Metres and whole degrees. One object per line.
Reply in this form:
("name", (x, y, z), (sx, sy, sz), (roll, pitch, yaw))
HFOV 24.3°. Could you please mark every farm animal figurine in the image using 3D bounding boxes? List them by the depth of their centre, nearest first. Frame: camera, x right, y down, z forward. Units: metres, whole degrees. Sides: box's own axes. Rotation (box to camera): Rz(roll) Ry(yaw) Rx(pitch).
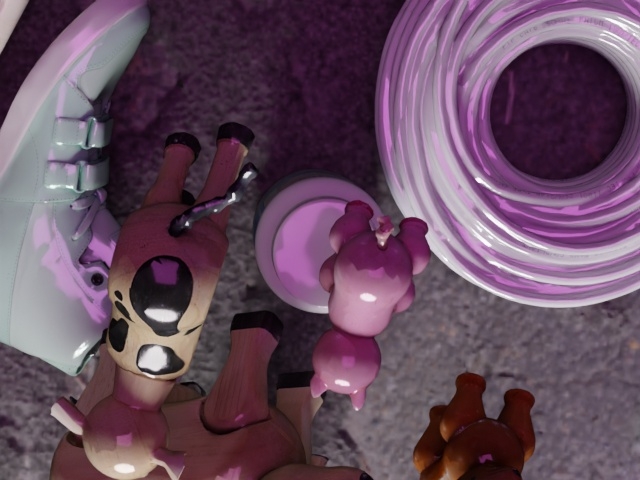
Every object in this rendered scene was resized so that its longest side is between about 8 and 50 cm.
("farm animal figurine", (-0.049, 0.117, 0.857), (0.330, 0.326, 0.172), (39, 48, -28))

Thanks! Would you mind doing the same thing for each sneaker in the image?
("sneaker", (-0.143, -0.034, 0.983), (0.151, 0.094, 0.256), (32, 103, 0))

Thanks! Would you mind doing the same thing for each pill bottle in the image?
("pill bottle", (0.000, 0.000, 0.963), (0.087, 0.160, 0.087), (0, 96, -3))

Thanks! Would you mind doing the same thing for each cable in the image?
("cable", (0.161, -0.088, 1.001), (0.257, 0.089, 0.257), (41, 93, -7))

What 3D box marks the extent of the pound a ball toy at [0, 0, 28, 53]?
("pound a ball toy", (-0.313, -0.137, 0.963), (0.208, 0.136, 0.319), (30, 94, 19))
